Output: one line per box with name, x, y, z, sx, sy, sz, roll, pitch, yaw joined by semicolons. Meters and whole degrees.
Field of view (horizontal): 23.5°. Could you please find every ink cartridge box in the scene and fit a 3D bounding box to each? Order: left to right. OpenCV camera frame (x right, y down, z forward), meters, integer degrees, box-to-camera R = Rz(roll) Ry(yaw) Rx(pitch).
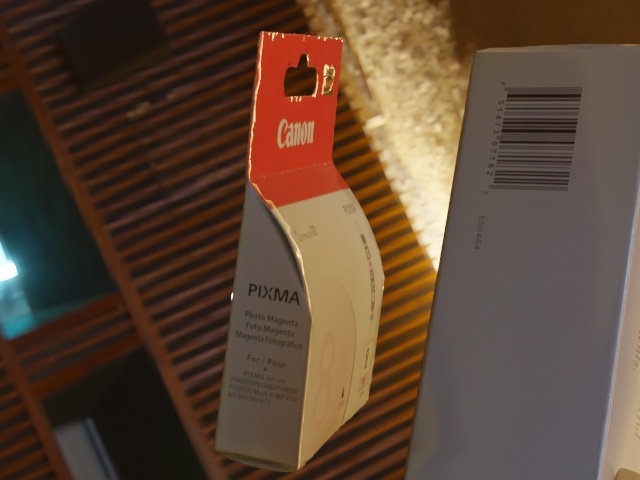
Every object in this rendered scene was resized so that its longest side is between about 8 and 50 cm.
ink cartridge box;0.000;0.000;0.904;0.066;0.189;0.232;13;-81;13

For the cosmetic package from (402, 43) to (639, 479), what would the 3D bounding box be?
cosmetic package;0.143;0.132;0.745;0.097;0.284;0.377;3;-103;30
